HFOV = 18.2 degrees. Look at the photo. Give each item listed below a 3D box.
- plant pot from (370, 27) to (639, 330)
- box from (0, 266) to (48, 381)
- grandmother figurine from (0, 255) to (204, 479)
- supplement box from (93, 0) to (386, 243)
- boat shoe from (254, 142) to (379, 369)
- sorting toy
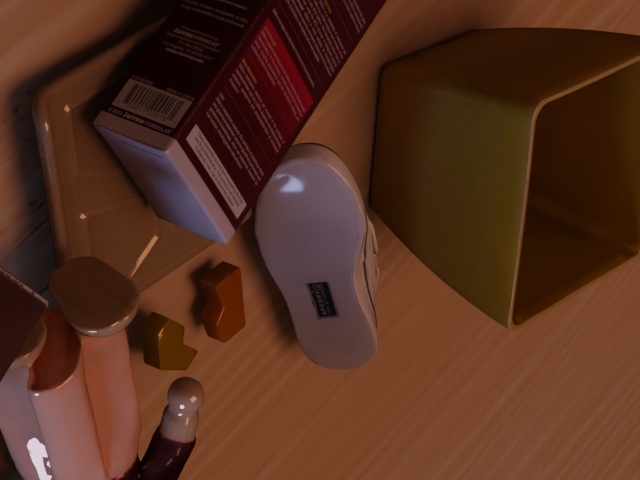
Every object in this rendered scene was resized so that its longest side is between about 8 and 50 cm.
[{"bbox_3d":[0.163,-0.079,1.743,0.212,0.187,0.212,-25,129,-43],"label":"plant pot"},{"bbox_3d":[-0.312,0.064,1.201,0.203,0.168,0.167,-59,145,-9],"label":"box"},{"bbox_3d":[-0.180,0.170,1.488,0.207,0.104,0.342,-13,135,-4],"label":"grandmother figurine"},{"bbox_3d":[-0.054,-0.134,1.459,0.239,0.073,0.130,-57,148,-19],"label":"supplement box"},{"bbox_3d":[0.000,0.000,1.672,0.258,0.095,0.084,84,8,-48],"label":"boat shoe"},{"bbox_3d":[-0.129,-0.025,1.518,0.229,0.041,0.307,-39,138,-40],"label":"sorting toy"}]
